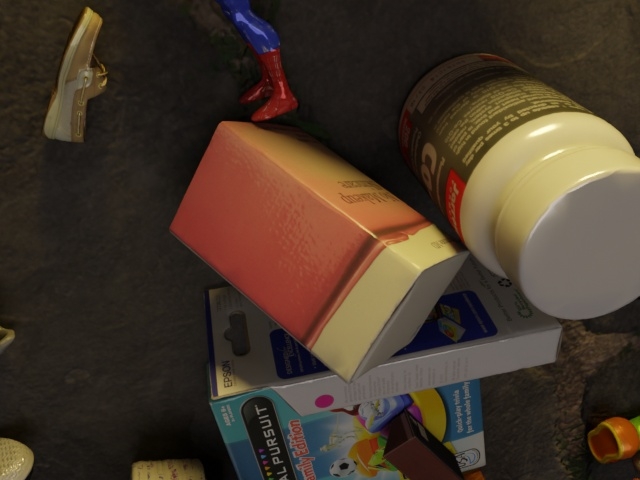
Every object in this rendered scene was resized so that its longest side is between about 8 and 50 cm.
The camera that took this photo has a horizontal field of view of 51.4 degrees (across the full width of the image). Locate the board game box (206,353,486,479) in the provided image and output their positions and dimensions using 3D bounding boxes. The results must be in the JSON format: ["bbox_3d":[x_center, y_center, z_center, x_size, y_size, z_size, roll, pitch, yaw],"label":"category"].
[{"bbox_3d":[0.045,0.238,0.892,0.335,0.079,0.254,-15,122,-4],"label":"board game box"}]

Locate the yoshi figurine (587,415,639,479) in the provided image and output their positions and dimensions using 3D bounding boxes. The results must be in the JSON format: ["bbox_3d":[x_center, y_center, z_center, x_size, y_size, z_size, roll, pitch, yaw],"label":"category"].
[{"bbox_3d":[0.617,0.316,1.001,0.362,0.203,0.204,-8,115,-11],"label":"yoshi figurine"}]

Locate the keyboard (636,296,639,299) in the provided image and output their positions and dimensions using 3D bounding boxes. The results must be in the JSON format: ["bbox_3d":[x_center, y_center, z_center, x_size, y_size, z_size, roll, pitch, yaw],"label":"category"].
[{"bbox_3d":[0.456,-0.006,0.874,0.100,0.038,0.192,9,121,9],"label":"keyboard"}]

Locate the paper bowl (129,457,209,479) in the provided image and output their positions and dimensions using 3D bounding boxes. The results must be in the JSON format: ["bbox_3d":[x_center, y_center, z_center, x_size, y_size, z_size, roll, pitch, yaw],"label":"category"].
[{"bbox_3d":[-0.168,0.421,0.832,0.148,0.284,0.284,3,119,-16],"label":"paper bowl"}]

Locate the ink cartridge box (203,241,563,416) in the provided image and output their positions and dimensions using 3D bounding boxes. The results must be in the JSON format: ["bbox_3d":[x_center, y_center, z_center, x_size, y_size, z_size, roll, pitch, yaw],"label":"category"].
[{"bbox_3d":[0.059,0.094,0.751,0.370,0.176,0.069,-9,126,-7],"label":"ink cartridge box"}]

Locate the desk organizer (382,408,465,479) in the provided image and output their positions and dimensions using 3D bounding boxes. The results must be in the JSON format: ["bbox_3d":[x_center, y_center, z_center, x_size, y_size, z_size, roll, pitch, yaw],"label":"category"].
[{"bbox_3d":[0.130,0.280,0.861,0.050,0.047,0.130,-36,121,12],"label":"desk organizer"}]

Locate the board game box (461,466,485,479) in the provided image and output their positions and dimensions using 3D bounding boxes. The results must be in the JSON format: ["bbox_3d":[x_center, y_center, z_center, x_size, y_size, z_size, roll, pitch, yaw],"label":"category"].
[{"bbox_3d":[0.119,0.572,0.940,0.356,0.356,0.356,-17,122,-2],"label":"board game box"}]

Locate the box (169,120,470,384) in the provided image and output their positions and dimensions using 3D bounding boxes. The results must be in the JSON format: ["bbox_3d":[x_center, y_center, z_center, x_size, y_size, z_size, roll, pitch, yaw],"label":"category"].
[{"bbox_3d":[0.000,0.000,0.634,0.232,0.148,0.127,37,112,19],"label":"box"}]

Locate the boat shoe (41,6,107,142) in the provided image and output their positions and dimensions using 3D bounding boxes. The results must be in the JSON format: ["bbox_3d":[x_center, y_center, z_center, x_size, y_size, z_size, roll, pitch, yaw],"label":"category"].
[{"bbox_3d":[-0.224,-0.152,0.625,0.045,0.050,0.135,16,125,-24],"label":"boat shoe"}]

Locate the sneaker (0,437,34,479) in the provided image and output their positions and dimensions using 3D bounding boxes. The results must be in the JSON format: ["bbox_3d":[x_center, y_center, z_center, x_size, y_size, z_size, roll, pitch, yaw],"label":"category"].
[{"bbox_3d":[-0.428,0.357,0.850,0.268,0.101,0.153,-34,122,15],"label":"sneaker"}]

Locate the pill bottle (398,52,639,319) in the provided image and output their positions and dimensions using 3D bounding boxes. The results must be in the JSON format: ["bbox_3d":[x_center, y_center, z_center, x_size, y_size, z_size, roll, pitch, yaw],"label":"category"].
[{"bbox_3d":[0.187,-0.062,0.625,0.161,0.283,0.161,-5,121,-9],"label":"pill bottle"}]

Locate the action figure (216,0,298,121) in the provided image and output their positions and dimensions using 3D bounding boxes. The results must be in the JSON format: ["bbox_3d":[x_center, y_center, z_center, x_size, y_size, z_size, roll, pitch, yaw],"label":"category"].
[{"bbox_3d":[-0.121,-0.232,0.570,0.139,0.091,0.280,-21,123,-10],"label":"action figure"}]

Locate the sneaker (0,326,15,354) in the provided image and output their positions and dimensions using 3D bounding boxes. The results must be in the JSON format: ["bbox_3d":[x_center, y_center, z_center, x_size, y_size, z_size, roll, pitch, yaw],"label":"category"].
[{"bbox_3d":[-0.425,0.064,0.693,0.132,0.086,0.228,-41,130,7],"label":"sneaker"}]
